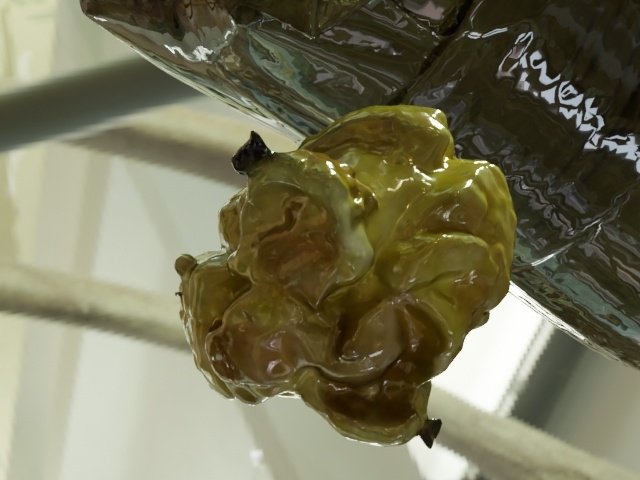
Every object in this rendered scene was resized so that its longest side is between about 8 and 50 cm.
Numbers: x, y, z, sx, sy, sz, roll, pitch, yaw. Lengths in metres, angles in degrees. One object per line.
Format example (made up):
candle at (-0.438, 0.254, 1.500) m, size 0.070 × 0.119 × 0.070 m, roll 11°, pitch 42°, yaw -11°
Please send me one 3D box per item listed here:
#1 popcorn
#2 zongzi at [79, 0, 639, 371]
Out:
popcorn at (0.000, 0.000, 0.361) m, size 0.084 × 0.084 × 0.084 m, roll 35°, pitch -50°, yaw 57°
zongzi at (0.094, -0.132, 0.582) m, size 0.138 × 0.286 × 0.300 m, roll -12°, pitch -128°, yaw 51°
